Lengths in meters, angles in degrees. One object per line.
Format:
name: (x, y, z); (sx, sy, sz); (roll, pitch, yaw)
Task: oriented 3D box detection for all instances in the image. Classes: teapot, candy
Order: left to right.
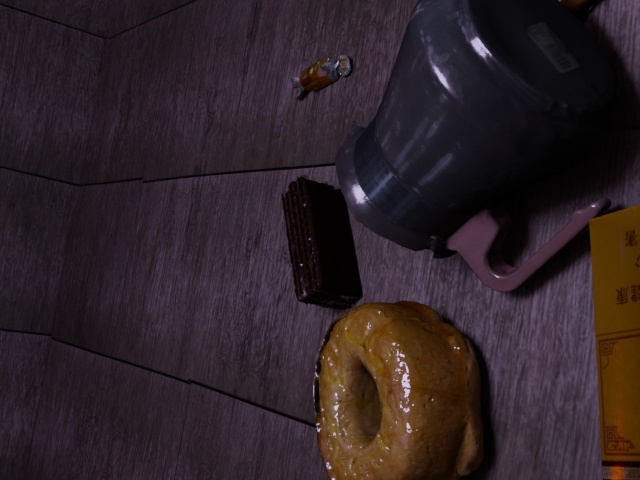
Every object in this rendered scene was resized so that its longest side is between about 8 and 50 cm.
candy: (-0.007, -0.334, 1.702); (0.182, 0.046, 0.053); (-18, 67, 48)
teapot: (0.218, -0.130, 1.168); (0.376, 0.306, 0.361); (53, 137, 13)

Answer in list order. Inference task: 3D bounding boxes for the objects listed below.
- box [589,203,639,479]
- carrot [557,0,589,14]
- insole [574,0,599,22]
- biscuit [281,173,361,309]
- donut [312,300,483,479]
box: (0.420, 0.153, 0.873); (0.264, 0.116, 0.415); (-25, 61, 57)
carrot: (0.348, -0.338, 1.198); (0.210, 0.061, 0.061); (-33, 54, 40)
insole: (0.343, -0.312, 1.248); (0.327, 0.007, 0.111); (-56, 42, 27)
biscuit: (0.000, 0.000, 1.536); (0.070, 0.106, 0.252); (-37, 52, 41)
donut: (0.110, 0.249, 1.275); (0.317, 0.150, 0.299); (48, 121, 49)
